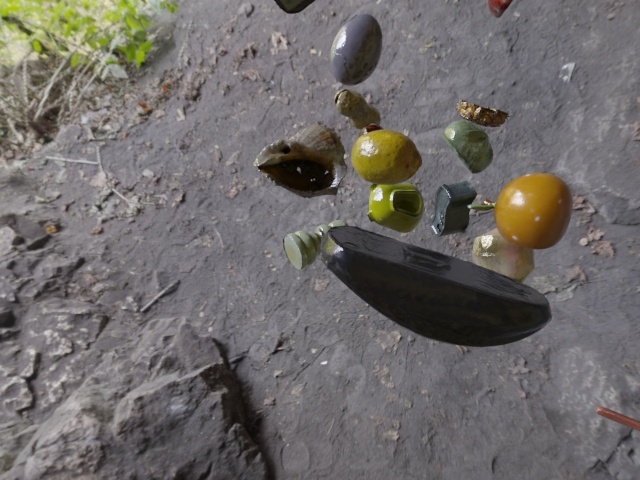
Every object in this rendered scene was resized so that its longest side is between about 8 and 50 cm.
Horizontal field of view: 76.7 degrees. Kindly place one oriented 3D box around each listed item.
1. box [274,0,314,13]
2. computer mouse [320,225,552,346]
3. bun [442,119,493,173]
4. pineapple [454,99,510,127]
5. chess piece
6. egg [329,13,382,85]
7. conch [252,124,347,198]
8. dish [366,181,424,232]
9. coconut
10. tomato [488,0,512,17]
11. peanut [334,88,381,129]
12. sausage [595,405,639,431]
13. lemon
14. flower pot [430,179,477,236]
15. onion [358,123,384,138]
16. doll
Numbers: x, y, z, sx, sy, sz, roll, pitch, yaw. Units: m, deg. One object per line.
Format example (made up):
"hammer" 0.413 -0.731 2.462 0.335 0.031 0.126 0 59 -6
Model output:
"box" -0.076 -0.545 0.600 0.211 0.350 0.058 -25 45 25
"computer mouse" 0.121 0.062 0.472 0.270 0.137 0.086 19 104 3
"bun" 0.511 -0.325 1.376 0.118 0.195 0.195 -35 74 21
"pineapple" 0.641 -0.501 1.616 0.225 0.225 0.076 25 113 15
"chess piece" 0.000 0.000 1.451 0.243 0.133 0.133 -24 74 -27
"egg" 0.105 -0.556 1.186 0.146 0.146 0.198 24 109 15
"conch" -0.037 -0.176 0.950 0.245 0.163 0.178 -13 44 -31
"dish" 0.334 -0.153 1.689 0.262 0.108 0.221 9 83 -19
"coconut" 0.760 0.060 1.690 0.259 0.259 0.259 -2 80 12
"tomato" 0.636 -0.876 1.390 0.082 0.166 0.174 24 104 4
"peanut" 0.163 -0.577 1.795 0.130 0.290 0.130 -13 67 34
"sausage" 1.019 0.606 1.371 0.147 0.030 0.035 17 109 27
"lemon" 0.192 -0.244 1.193 0.207 0.170 0.170 12 83 35
"flower pot" 0.494 -0.116 1.523 0.108 0.229 0.103 -11 45 -10
"onion" 0.190 -0.363 1.453 0.119 0.118 0.117 -23 64 8
"doll" 0.543 -0.088 1.095 0.236 0.213 0.213 18 85 34
